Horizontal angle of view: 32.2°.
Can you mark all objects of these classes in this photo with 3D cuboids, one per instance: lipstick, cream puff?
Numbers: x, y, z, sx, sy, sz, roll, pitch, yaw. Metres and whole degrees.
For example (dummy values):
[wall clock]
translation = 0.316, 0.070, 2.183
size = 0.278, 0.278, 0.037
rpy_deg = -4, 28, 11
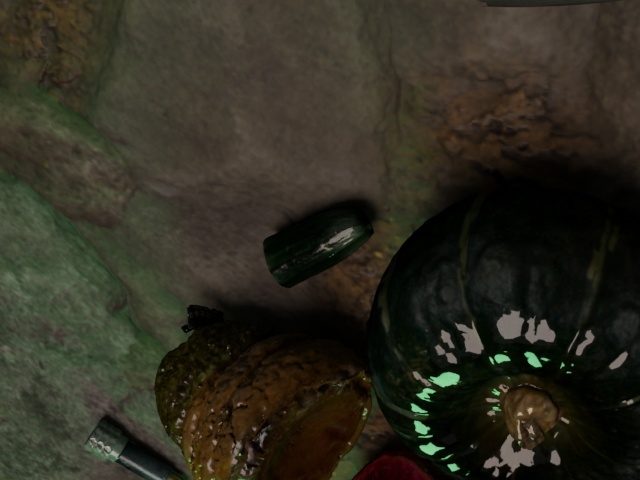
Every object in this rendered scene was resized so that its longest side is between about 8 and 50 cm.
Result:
[lipstick]
translation = -0.190, 0.231, 1.161
size = 0.116, 0.037, 0.037
rpy_deg = 31, 130, -7
[cream puff]
translation = -0.066, 0.135, 0.975
size = 0.169, 0.183, 0.183
rpy_deg = 37, 135, 30

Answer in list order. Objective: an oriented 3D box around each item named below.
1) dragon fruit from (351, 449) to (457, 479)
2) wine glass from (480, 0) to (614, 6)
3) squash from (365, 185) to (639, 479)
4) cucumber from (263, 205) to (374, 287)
[dragon fruit]
translation = 0.099, 0.277, 1.000
size = 0.189, 0.163, 0.262
rpy_deg = 46, 131, 26
[wine glass]
translation = 0.215, -0.179, 0.674
size = 0.262, 0.074, 0.074
rpy_deg = -1, 122, 25
[squash]
translation = 0.157, 0.081, 0.815
size = 0.252, 0.165, 0.252
rpy_deg = 11, 128, 15
[cucumber]
translation = 0.000, 0.000, 0.906
size = 0.105, 0.048, 0.048
rpy_deg = -28, 108, 33
